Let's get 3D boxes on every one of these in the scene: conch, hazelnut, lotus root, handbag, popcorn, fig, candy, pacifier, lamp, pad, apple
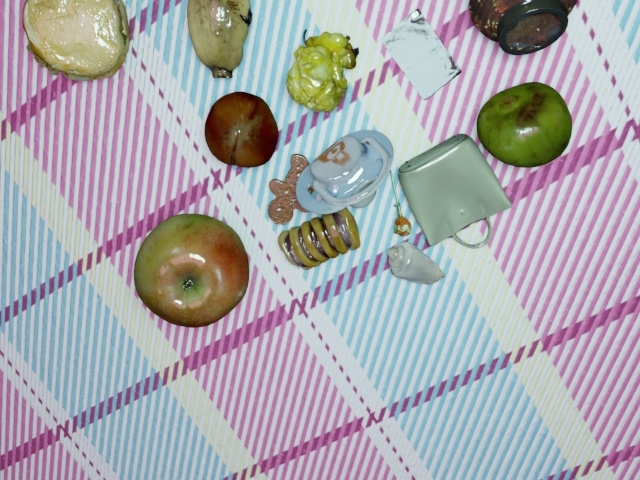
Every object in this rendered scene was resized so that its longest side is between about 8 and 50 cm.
[{"bbox_3d":[0.257,0.068,1.336,0.176,0.094,0.104,22,96,-27],"label":"conch"},{"bbox_3d":[-0.201,-0.275,1.216,0.208,0.208,0.208,2,107,7],"label":"hazelnut"},{"bbox_3d":[-0.244,-0.533,1.179,0.154,0.140,0.256,6,113,12],"label":"lotus root"},{"bbox_3d":[0.357,-0.100,1.250,0.241,0.109,0.315,-28,105,15],"label":"handbag"},{"bbox_3d":[-0.004,-0.417,1.171,0.173,0.168,0.195,23,100,39],"label":"popcorn"},{"bbox_3d":[0.494,-0.257,1.148,0.203,0.203,0.225,-42,130,17],"label":"fig"},{"bbox_3d":[0.209,-0.099,1.301,0.055,0.049,0.184,-2,104,54],"label":"candy"},{"bbox_3d":[0.081,-0.148,1.242,0.279,0.227,0.207,-40,142,-1],"label":"pacifier"},{"bbox_3d":[0.445,-0.541,1.047,0.247,0.247,0.247,2,107,7],"label":"lamp"},{"bbox_3d":[0.253,-0.463,1.205,0.116,0.004,0.193,-35,100,17],"label":"pad"},{"bbox_3d":[-0.349,0.087,1.305,0.319,0.277,0.319,2,107,5],"label":"apple"}]

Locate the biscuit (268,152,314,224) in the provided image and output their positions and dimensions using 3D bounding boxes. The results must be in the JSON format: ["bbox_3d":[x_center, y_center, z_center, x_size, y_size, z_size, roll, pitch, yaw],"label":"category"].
[{"bbox_3d":[-0.076,-0.134,1.330,0.138,0.031,0.205,31,106,-9],"label":"biscuit"}]

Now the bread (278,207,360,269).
[{"bbox_3d":[0.000,0.000,1.335,0.225,0.081,0.134,-25,103,13],"label":"bread"}]

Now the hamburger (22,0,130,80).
[{"bbox_3d":[-0.617,-0.528,1.229,0.243,0.146,0.286,40,101,-12],"label":"hamburger"}]
